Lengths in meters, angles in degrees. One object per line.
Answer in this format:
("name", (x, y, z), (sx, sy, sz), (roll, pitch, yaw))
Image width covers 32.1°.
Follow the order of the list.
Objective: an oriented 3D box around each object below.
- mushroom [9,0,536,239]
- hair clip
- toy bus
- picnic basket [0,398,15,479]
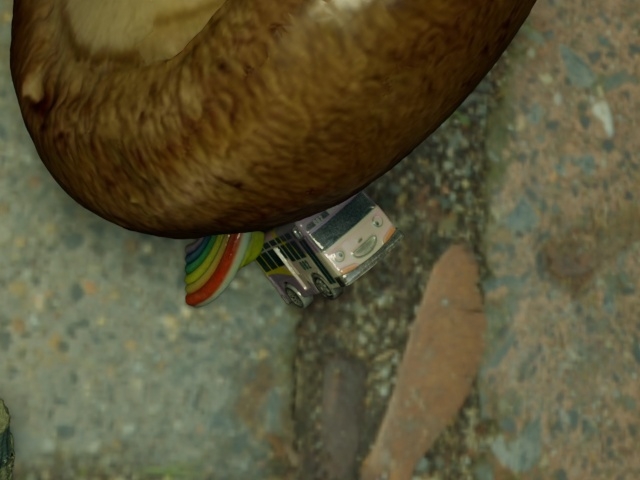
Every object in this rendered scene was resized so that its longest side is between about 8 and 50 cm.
("mushroom", (-0.023, -0.173, 0.552), (0.239, 0.345, 0.345), (-12, 88, -60))
("hair clip", (-0.045, -0.054, 0.653), (0.033, 0.060, 0.188), (25, 70, -35))
("toy bus", (0.000, 0.000, 0.639), (0.052, 0.102, 0.058), (-40, 96, -21))
("picnic basket", (-0.190, 0.117, 0.575), (0.065, 0.083, 0.083), (13, 123, -21))
